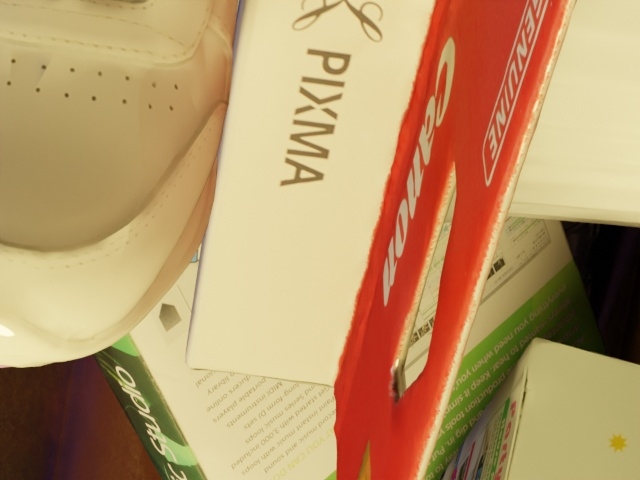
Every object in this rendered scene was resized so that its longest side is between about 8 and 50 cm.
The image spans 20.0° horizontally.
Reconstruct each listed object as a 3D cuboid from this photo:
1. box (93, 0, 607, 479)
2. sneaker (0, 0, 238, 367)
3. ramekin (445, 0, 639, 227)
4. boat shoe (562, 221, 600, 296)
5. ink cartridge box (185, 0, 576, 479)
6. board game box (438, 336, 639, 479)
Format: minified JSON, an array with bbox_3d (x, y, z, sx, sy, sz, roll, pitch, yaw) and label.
[{"bbox_3d":[0.000,0.000,0.832,0.058,0.232,0.322,22,144,50],"label":"box"},{"bbox_3d":[-0.072,-0.114,0.485,0.152,0.114,0.305,104,172,-56],"label":"sneaker"},{"bbox_3d":[0.120,-0.133,0.650,0.277,0.135,0.277,-170,90,-90],"label":"ramekin"},{"bbox_3d":[0.115,-0.074,1.099,0.320,0.118,0.103,-95,-9,-56],"label":"boat shoe"},{"bbox_3d":[0.006,-0.053,0.555,0.296,0.066,0.261,103,173,-45],"label":"ink cartridge box"},{"bbox_3d":[0.072,0.191,0.702,0.303,0.097,0.224,103,-178,-70],"label":"board game box"}]
